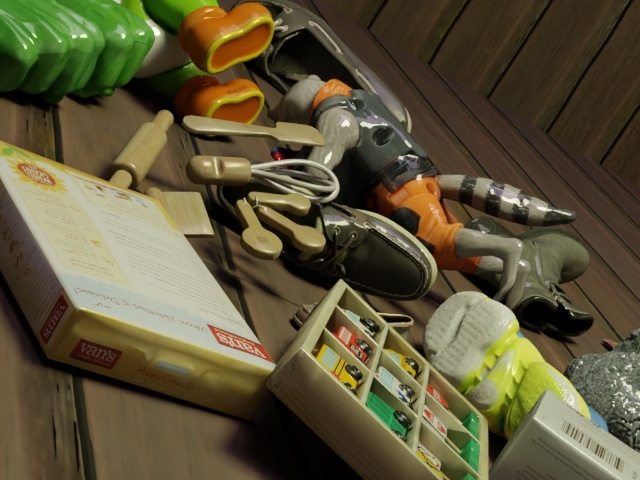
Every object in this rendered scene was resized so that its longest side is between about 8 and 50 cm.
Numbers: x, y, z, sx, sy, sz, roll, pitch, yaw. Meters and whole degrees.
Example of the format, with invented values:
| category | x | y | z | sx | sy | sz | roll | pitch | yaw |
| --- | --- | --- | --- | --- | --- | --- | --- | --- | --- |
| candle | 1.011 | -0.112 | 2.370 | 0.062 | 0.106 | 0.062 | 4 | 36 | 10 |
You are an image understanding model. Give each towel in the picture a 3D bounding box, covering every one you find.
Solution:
| category | x | y | z | sx | sy | sz | roll | pitch | yaw |
| --- | --- | --- | --- | --- | --- | --- | --- | --- | --- |
| towel | 0.385 | 0.150 | 1.860 | 0.060 | 0.009 | 0.083 | 22 | 18 | -38 |

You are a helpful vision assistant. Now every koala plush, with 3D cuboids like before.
| category | x | y | z | sx | sy | sz | roll | pitch | yaw |
| --- | --- | --- | --- | --- | --- | --- | --- | --- | --- |
| koala plush | 0.359 | 0.118 | 1.479 | 0.203 | 0.221 | 0.196 | 23 | 17 | -32 |

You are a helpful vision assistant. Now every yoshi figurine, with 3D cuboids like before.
| category | x | y | z | sx | sy | sz | roll | pitch | yaw |
| --- | --- | --- | --- | --- | --- | --- | --- | --- | --- |
| yoshi figurine | -0.193 | -0.278 | 1.730 | 0.362 | 0.203 | 0.203 | 37 | -1 | 26 |

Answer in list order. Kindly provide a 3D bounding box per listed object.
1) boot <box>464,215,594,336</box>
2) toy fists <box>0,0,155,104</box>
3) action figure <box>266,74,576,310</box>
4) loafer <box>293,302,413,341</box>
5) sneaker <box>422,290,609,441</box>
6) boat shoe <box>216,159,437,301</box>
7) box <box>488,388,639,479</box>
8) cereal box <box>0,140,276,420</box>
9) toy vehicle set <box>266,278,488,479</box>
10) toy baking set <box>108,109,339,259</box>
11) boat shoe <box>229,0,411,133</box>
| category | x | y | z | sx | sy | sz | roll | pitch | yaw |
| --- | --- | --- | --- | --- | --- | --- | --- | --- | --- |
| boot | 0.273 | 0.059 | 1.822 | 0.246 | 0.083 | 0.161 | 9 | 34 | -46 |
| toy fists | -0.259 | -0.194 | 1.465 | 0.142 | 0.096 | 0.279 | 25 | 14 | 12 |
| action figure | 0.091 | -0.058 | 1.594 | 0.330 | 0.178 | 0.341 | 39 | 13 | 12 |
| loafer | 0.030 | 0.069 | 1.304 | 0.125 | 0.039 | 0.045 | 19 | 20 | -43 |
| sneaker | 0.176 | 0.140 | 1.339 | 0.126 | 0.091 | 0.240 | 46 | 5 | -32 |
| boat shoe | 0.000 | -0.001 | 1.415 | 0.223 | 0.080 | 0.073 | 29 | 19 | 6 |
| box | 0.184 | 0.184 | 1.154 | 0.101 | 0.087 | 0.102 | 35 | 14 | 8 |
| cereal box | -0.147 | 0.022 | 1.064 | 0.173 | 0.047 | 0.240 | 23 | 18 | -38 |
| toy vehicle set | 0.050 | 0.118 | 1.093 | 0.166 | 0.035 | 0.267 | 44 | 10 | -1 |
| toy baking set | -0.082 | -0.052 | 1.346 | 0.196 | 0.030 | 0.256 | 21 | 32 | -4 |
| boat shoe | -0.011 | -0.244 | 2.127 | 0.335 | 0.112 | 0.095 | 41 | 11 | 18 |
